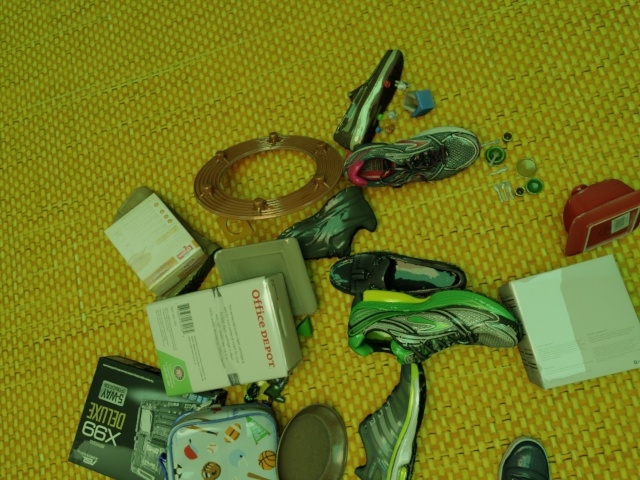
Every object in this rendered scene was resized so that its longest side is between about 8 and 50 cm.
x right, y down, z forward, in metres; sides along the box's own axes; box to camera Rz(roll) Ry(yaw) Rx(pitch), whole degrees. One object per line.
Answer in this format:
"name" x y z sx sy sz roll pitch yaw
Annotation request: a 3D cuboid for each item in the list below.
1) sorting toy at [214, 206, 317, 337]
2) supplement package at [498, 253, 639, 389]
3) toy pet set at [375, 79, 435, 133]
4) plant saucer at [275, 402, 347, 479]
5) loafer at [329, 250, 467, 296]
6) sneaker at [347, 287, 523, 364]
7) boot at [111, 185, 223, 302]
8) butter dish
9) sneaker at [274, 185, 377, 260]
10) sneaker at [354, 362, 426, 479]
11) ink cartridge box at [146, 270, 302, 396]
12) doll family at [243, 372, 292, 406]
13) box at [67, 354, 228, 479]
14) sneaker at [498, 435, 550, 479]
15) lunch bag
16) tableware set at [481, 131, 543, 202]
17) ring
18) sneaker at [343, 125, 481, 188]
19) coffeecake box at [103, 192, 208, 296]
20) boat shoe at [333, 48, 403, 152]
"sorting toy" -0.117 0.084 1.070 0.195 0.047 0.348 -10 109 18
"supplement package" 0.480 0.157 0.943 0.194 0.149 0.203 -16 78 8
"toy pet set" 0.196 -0.298 1.102 0.114 0.122 0.065 -17 41 -30
"plant saucer" -0.023 0.437 0.997 0.036 0.198 0.199 -9 76 46
"loafer" 0.162 0.072 1.049 0.302 0.095 0.109 3 81 12
"sneaker" 0.218 0.188 0.962 0.343 0.134 0.146 -4 44 23
"boot" -0.402 0.030 1.178 0.269 0.089 0.236 34 75 14
"butter dish" 0.554 -0.065 0.984 0.159 0.160 0.118 -23 53 7
"sneaker" 0.000 0.000 1.094 0.286 0.109 0.130 -35 86 8
"sneaker" 0.143 0.370 0.999 0.121 0.111 0.300 10 78 20
"ink cartridge box" -0.195 0.191 1.004 0.272 0.114 0.199 -14 89 14
"doll family" -0.163 0.305 1.090 0.192 0.076 0.111 32 92 20
"box" -0.392 0.423 1.109 0.307 0.076 0.243 14 83 12
"sneaker" 0.380 0.521 0.899 0.099 0.153 0.283 13 83 13
"lunch bag" -0.198 0.485 0.997 0.242 0.115 0.304 -6 87 -10
"tableware set" 0.426 -0.166 1.075 0.103 0.024 0.154 -16 77 8
"ring" -0.117 -0.158 1.071 0.336 0.032 0.337 -5 39 4
"sneaker" 0.200 -0.165 1.054 0.298 0.112 0.121 -12 109 6
"coffeecake box" -0.371 0.009 1.100 0.142 0.068 0.185 -40 72 -11
"boat shoe" 0.105 -0.334 1.133 0.095 0.095 0.258 24 86 20
